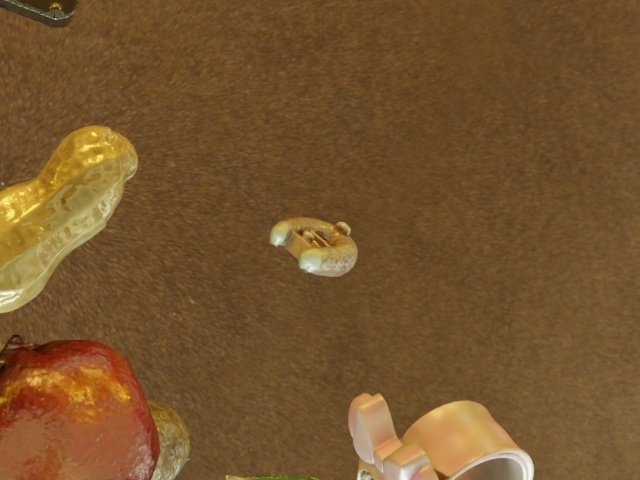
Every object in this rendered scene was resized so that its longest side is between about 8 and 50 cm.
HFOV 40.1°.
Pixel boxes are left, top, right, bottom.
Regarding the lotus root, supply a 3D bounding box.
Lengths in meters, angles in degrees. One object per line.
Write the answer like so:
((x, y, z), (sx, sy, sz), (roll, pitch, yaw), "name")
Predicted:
((-0.299, 0.316, 1.283), (0.175, 0.349, 0.175), (2, 95, 22), "lotus root")

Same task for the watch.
((0.163, 0.300, 1.180), (0.217, 0.211, 0.248), (-17, 127, -21), "watch")

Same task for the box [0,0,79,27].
((-0.402, -0.492, 1.229), (0.211, 0.058, 0.350), (18, 80, -22), "box")

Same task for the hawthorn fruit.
((-0.251, 0.210, 0.862), (0.189, 0.189, 0.251), (-32, 97, -15), "hawthorn fruit")

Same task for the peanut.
((-0.349, -0.032, 1.126), (0.290, 0.130, 0.130), (-47, 107, -21), "peanut")

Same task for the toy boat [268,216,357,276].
((0.000, 0.000, 1.760), (0.085, 0.155, 0.227), (-59, 154, 14), "toy boat")

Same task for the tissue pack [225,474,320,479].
((-0.067, 0.522, 1.620), (0.209, 0.148, 0.156), (15, 85, -44), "tissue pack")
